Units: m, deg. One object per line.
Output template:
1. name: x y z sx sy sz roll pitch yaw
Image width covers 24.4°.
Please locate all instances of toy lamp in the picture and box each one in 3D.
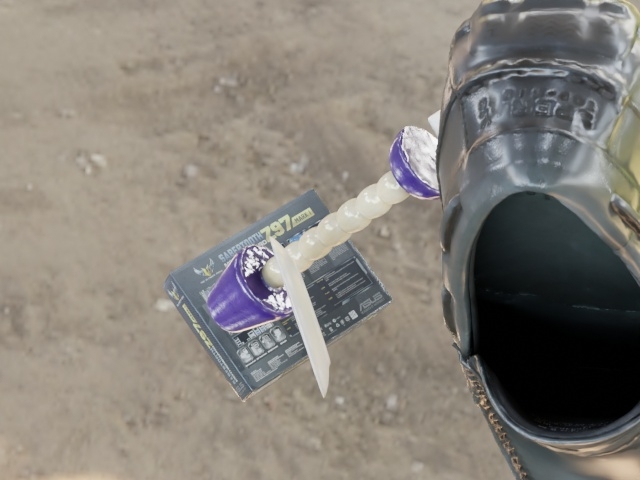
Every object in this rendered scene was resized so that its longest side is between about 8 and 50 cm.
1. toy lamp: 0.000 0.000 1.332 0.080 0.275 0.080 29 41 -29

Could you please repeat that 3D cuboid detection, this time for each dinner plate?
1. dinner plate: -0.014 0.061 1.226 0.017 0.141 0.141 -19 44 -4

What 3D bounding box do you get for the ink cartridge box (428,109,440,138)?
1. ink cartridge box: 0.193 -0.002 1.105 0.100 0.237 0.172 -31 25 -6

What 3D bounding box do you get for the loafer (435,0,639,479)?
1. loafer: 0.070 0.030 0.431 0.076 0.223 0.078 2 50 17

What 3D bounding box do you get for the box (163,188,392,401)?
1. box: -0.053 0.066 1.876 0.233 0.059 0.183 -32 81 -25
